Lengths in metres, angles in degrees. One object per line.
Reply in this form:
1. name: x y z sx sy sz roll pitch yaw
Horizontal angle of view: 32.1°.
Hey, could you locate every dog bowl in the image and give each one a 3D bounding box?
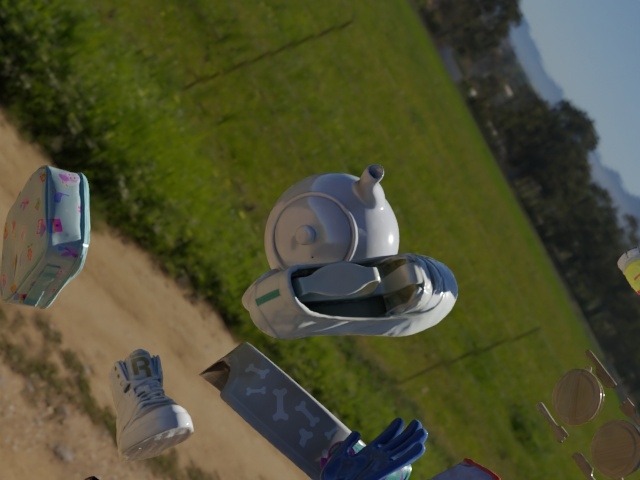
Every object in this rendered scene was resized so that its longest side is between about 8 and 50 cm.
1. dog bowl: -0.050 0.309 1.915 0.349 0.102 0.349 41 -8 7

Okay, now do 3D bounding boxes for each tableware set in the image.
1. tableware set: 0.416 0.273 1.651 0.039 0.128 0.194 21 26 -38

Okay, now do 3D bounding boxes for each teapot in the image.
1. teapot: 0.000 0.000 1.896 0.187 0.253 0.256 3 90 -69

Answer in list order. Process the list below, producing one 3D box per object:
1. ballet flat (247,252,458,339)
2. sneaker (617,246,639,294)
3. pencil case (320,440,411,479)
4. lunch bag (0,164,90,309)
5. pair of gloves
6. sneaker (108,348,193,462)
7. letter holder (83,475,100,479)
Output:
1. ballet flat: 0.082 0.078 1.717 0.400 0.139 0.139 -5 60 -33
2. sneaker: 0.656 0.047 2.024 0.081 0.209 0.094 55 20 -51
3. pencil case: 0.074 0.359 1.761 0.152 0.070 0.064 23 67 -45
4. lunch bag: -0.544 0.005 2.194 0.108 0.279 0.224 8 57 -31
5. pair of gloves: 0.060 0.230 1.022 0.198 0.159 0.023 22 -43 58
6. sneaker: -0.280 0.249 1.744 0.292 0.108 0.169 140 -59 -63
7. letter holder: -0.361 0.535 1.601 0.152 0.214 0.301 57 11 -55
